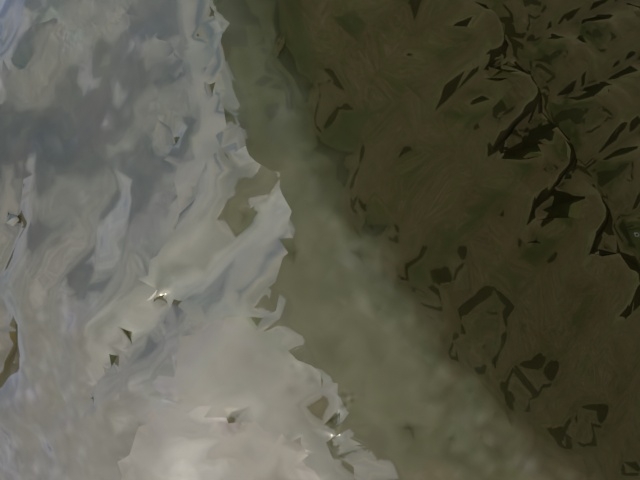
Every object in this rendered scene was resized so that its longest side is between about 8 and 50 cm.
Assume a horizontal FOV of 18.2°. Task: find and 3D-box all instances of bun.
[{"bbox_3d":[0.009,0.013,0.486,0.281,0.205,0.281,26,-131,-33],"label":"bun"}]
